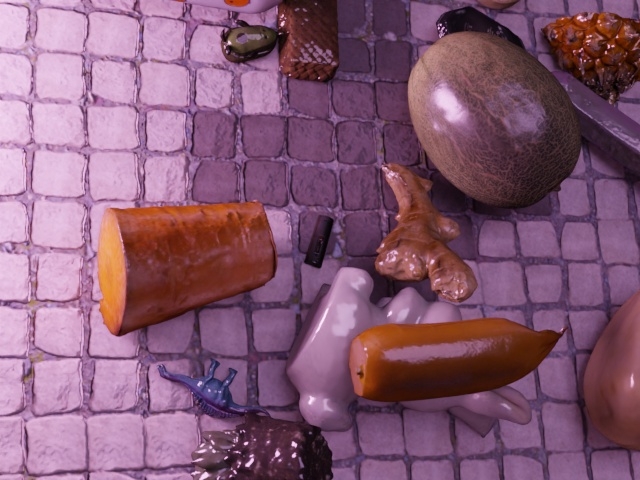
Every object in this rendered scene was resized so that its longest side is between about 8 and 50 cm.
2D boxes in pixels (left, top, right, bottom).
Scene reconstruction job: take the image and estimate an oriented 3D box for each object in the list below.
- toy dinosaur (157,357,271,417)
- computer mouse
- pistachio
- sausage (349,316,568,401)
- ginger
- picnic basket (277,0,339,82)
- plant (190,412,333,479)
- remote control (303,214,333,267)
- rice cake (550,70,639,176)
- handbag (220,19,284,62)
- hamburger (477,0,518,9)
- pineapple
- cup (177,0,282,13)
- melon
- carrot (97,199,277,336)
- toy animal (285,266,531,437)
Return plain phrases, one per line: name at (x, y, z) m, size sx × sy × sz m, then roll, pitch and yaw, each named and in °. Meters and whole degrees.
toy dinosaur at (-0.156, 0.228, 1.522) m, size 0.197 × 0.045 × 0.080 m, roll 28°, pitch 80°, yaw -1°
computer mouse at (0.291, -0.358, 1.844) m, size 0.192 × 0.062 × 0.105 m, roll 20°, pitch 67°, yaw -18°
pistachio at (0.568, 0.213, 1.682) m, size 0.230 × 0.230 × 0.308 m, roll 32°, pitch 62°, yaw -7°
sausage at (0.204, 0.163, 1.419) m, size 0.329 × 0.112 × 0.112 m, roll -5°, pitch 75°, yaw -12°
ginger at (0.157, -0.011, 1.624) m, size 0.148 × 0.081 × 0.333 m, roll -19°, pitch 40°, yaw 12°
picnic basket at (-0.017, -0.374, 1.750) m, size 0.110 × 0.055 × 0.193 m, roll 4°, pitch 74°, yaw -17°
plant at (-0.087, 0.327, 1.452) m, size 0.132 × 0.195 × 0.129 m, roll -65°, pitch 144°, yaw -55°
remote control at (0.000, 0.000, 1.659) m, size 0.034 × 0.016 × 0.091 m, roll 18°, pitch 68°, yaw -7°
rice cake at (0.568, -0.185, 1.853) m, size 0.399 × 0.064 × 0.070 m, roll 37°, pitch 55°, yaw 6°
handbag at (-0.118, -0.341, 1.709) m, size 0.111 × 0.047 × 0.072 m, roll -15°, pitch 80°, yaw -20°
hamburger at (0.347, -0.505, 1.896) m, size 0.141 × 0.081 × 0.126 m, roll -12°, pitch 78°, yaw -20°
pineapple at (0.547, -0.338, 1.884) m, size 0.250 × 0.140 × 0.164 m, roll 19°, pitch 70°, yaw -15°
cup at (-0.204, -0.493, 1.641) m, size 0.318 × 0.212 × 0.212 m, roll 7°, pitch 71°, yaw -18°
melon at (0.290, -0.204, 1.695) m, size 0.249 × 0.248 × 0.329 m, roll -35°, pitch 78°, yaw -24°
carrot at (-0.195, 0.037, 1.499) m, size 0.254 × 0.196 × 0.195 m, roll -6°, pitch 76°, yaw -25°
toy animal at (0.134, 0.203, 1.549) m, size 0.368 × 0.196 × 0.241 m, roll 17°, pitch 76°, yaw -11°
